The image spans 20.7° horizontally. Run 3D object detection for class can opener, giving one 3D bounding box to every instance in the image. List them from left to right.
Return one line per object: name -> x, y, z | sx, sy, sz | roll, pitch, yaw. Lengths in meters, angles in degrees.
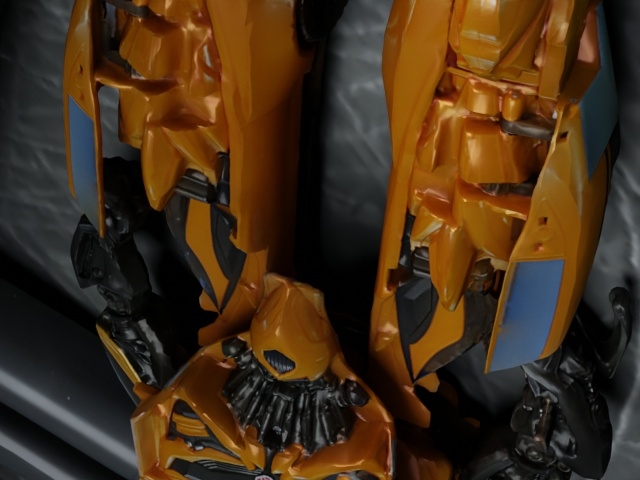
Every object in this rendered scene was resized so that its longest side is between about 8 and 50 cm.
can opener -> -0.089, 0.099, 0.700 | 0.283, 0.095, 0.076 | 31, 135, -1

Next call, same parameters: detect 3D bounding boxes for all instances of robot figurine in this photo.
robot figurine -> 0.000, 0.000, 0.572 | 0.211, 0.085, 0.291 | 19, 133, 16

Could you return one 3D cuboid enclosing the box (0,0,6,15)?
box -> -0.303, -0.023, 0.543 | 0.293, 0.212, 0.395 | 28, 106, 9
